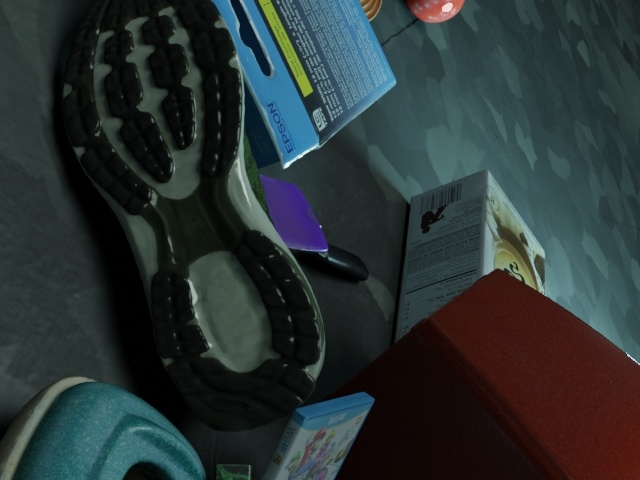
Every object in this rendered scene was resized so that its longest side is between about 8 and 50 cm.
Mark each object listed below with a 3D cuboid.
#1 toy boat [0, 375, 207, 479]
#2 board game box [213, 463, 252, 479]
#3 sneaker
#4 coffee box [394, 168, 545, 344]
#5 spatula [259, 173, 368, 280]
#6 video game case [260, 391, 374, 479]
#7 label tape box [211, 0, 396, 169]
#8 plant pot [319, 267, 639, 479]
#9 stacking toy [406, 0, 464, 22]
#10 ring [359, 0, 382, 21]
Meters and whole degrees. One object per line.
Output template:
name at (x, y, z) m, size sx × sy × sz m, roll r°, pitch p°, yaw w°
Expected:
toy boat at (-0.172, 0.177, 0.739) m, size 0.318 × 0.148 × 0.267 m, roll 44°, pitch 37°, yaw -39°
board game box at (-0.068, 0.297, 0.849) m, size 0.136 × 0.030 × 0.259 m, roll 102°, pitch -11°, yaw -69°
sneaker at (-0.108, -0.031, 1.060) m, size 0.182 × 0.158 × 0.410 m, roll 73°, pitch 1°, yaw -79°
coffee box at (0.186, 0.082, 1.468) m, size 0.168 × 0.119 × 0.297 m, roll 50°, pitch 33°, yaw -33°
spatula at (0.000, 0.000, 1.238) m, size 0.084 × 0.030 × 0.296 m, roll 64°, pitch 9°, yaw 21°
video game case at (-0.021, 0.205, 1.005) m, size 0.015 × 0.166 × 0.119 m, roll 32°, pitch 15°, yaw 26°
label tape box at (-0.063, -0.214, 1.234) m, size 0.249 × 0.115 × 0.348 m, roll 64°, pitch 27°, yaw -10°
plant pot at (0.153, 0.187, 1.189) m, size 0.235 × 0.267 × 0.267 m, roll 52°, pitch 35°, yaw 8°
stacking toy at (0.134, -0.479, 1.765) m, size 0.141 × 0.141 × 0.330 m, roll -17°, pitch 90°, yaw -62°
ring at (-0.020, -0.429, 1.555) m, size 0.336 × 0.032 × 0.336 m, roll 38°, pitch 41°, yaw -43°
